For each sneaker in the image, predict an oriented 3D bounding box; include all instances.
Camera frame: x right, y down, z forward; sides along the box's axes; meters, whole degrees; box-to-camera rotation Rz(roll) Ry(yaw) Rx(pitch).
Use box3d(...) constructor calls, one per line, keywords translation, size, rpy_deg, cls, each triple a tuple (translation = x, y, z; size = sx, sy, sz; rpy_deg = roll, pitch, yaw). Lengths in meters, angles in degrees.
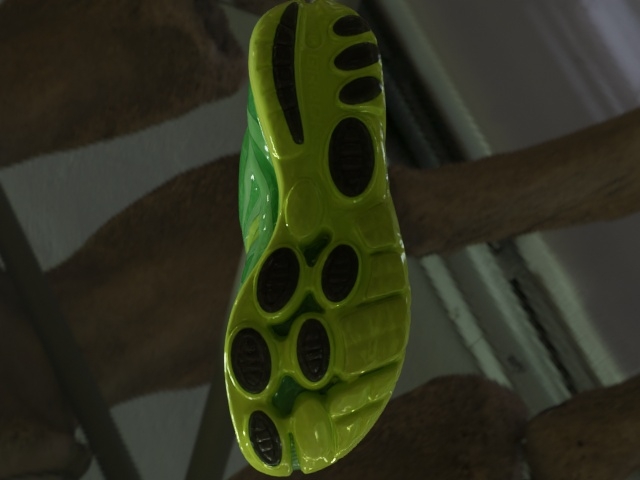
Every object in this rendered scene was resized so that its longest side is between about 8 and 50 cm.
box3d(translation=(0.000, 0.000, 0.820), size=(0.110, 0.123, 0.295), rpy_deg=(3, -106, 0), cls="sneaker")
